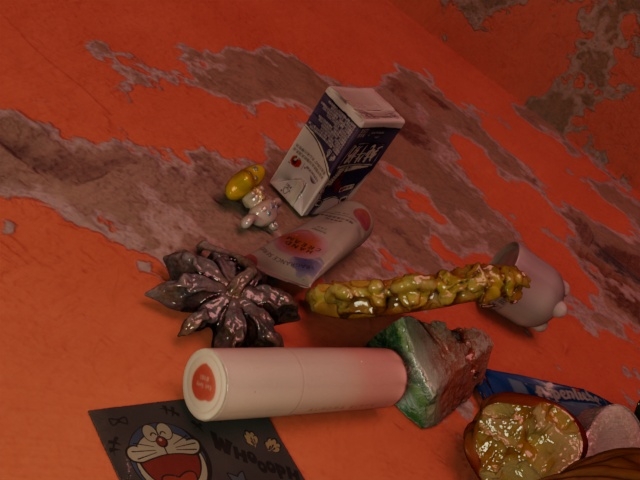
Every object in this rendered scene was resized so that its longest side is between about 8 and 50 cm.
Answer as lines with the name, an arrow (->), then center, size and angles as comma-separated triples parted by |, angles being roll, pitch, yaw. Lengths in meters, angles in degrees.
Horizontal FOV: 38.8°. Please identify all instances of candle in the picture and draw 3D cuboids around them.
candle -> 0.425, 0.348, 1.377 | 0.168, 0.068, 0.192 | 0, 71, -27

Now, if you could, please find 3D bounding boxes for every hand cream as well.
hand cream -> 0.000, 0.000, 1.497 | 0.124, 0.078, 0.340 | 21, 25, 21

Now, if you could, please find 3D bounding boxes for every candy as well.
candy -> 0.404, 0.297, 1.493 | 0.331, 0.077, 0.187 | 18, 26, -22

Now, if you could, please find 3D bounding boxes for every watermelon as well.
watermelon -> 0.192, 0.192, 1.410 | 0.241, 0.094, 0.154 | -6, 56, -50

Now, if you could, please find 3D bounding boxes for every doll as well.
doll -> -0.111, -0.060, 1.496 | 0.113, 0.071, 0.135 | 44, 30, -24

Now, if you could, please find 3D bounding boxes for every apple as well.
apple -> 0.287, 0.291, 1.296 | 0.158, 0.156, 0.147 | 35, 10, 20

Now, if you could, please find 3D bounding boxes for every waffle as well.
waffle -> 0.146, 0.078, 1.366 | 0.325, 0.302, 0.068 | -4, 86, -43

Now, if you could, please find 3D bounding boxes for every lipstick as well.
lipstick -> -0.022, 0.181, 1.177 | 0.327, 0.087, 0.087 | 6, 40, -46

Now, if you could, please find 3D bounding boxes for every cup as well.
cup -> 0.383, 0.102, 1.738 | 0.142, 0.173, 0.134 | 32, 60, -10

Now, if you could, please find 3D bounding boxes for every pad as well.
pad -> -0.133, 0.248, 1.054 | 0.245, 0.006, 0.170 | 2, 42, -45

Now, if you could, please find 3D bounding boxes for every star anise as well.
star anise -> -0.129, 0.073, 1.247 | 0.230, 0.081, 0.262 | 9, 39, -22

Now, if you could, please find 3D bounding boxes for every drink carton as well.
drink carton -> 0.027, -0.156, 1.608 | 0.102, 0.222, 0.134 | 47, 30, 21

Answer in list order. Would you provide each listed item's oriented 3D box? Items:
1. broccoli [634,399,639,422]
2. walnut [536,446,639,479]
broccoli -> 0.675, 0.318, 1.554 | 0.270, 0.270, 0.270 | 3, 15, 28
walnut -> 0.391, 0.426, 1.036 | 0.398, 0.308, 0.354 | 43, 28, 9
